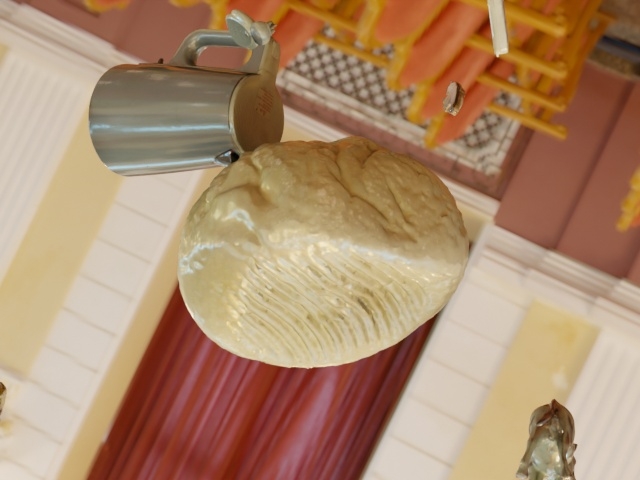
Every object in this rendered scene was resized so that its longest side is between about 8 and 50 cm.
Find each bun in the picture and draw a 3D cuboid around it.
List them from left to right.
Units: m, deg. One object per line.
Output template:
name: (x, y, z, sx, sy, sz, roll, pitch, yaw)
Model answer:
bun: (0.000, 0.000, 1.341, 0.349, 0.352, 0.227, 53, -160, -54)

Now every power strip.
power strip: (-0.086, -0.264, 1.323, 0.083, 0.035, 0.055, 24, 144, 51)
power strip: (0.342, -0.444, 2.065, 0.030, 0.191, 0.048, -3, -144, 15)

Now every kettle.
kettle: (-0.168, -0.191, 1.465, 0.243, 0.211, 0.160, 2, 158, 33)

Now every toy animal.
toy animal: (0.359, 0.359, 1.669, 0.089, 0.170, 0.255, 5, 151, 15)

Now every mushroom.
mushroom: (0.222, -0.237, 1.774, 0.019, 0.049, 0.101, 28, -150, -14)

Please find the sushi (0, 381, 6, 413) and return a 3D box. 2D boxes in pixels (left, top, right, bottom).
sushi: (-0.637, 0.326, 1.570, 0.285, 0.329, 0.328, -10, 146, 19)
